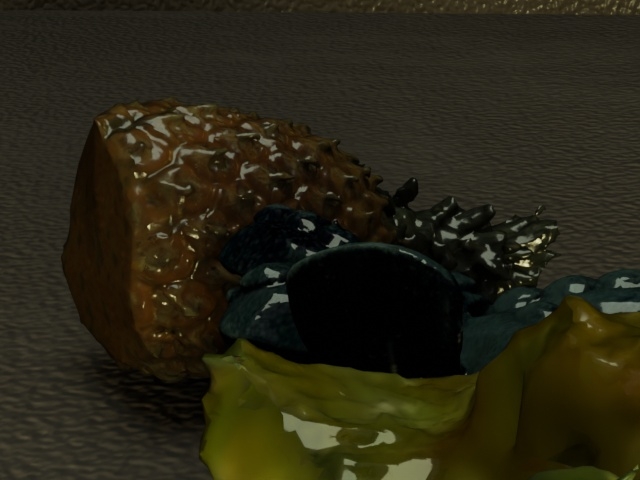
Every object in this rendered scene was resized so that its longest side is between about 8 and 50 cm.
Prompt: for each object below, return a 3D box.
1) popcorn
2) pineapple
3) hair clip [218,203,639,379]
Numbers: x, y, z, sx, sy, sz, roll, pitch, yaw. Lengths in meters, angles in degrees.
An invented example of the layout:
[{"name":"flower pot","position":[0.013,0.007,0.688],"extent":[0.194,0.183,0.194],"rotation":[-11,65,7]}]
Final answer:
[{"name":"popcorn","position":[0.122,0.146,0.513],"extent":[0.321,0.290,0.325],"rotation":[-11,-13,14]},{"name":"pineapple","position":[0.000,0.000,1.135],"extent":[0.362,0.202,0.202],"rotation":[0,16,-26]},{"name":"hair clip","position":[0.063,0.084,0.895],"extent":[0.310,0.194,0.206],"rotation":[9,12,26]}]
